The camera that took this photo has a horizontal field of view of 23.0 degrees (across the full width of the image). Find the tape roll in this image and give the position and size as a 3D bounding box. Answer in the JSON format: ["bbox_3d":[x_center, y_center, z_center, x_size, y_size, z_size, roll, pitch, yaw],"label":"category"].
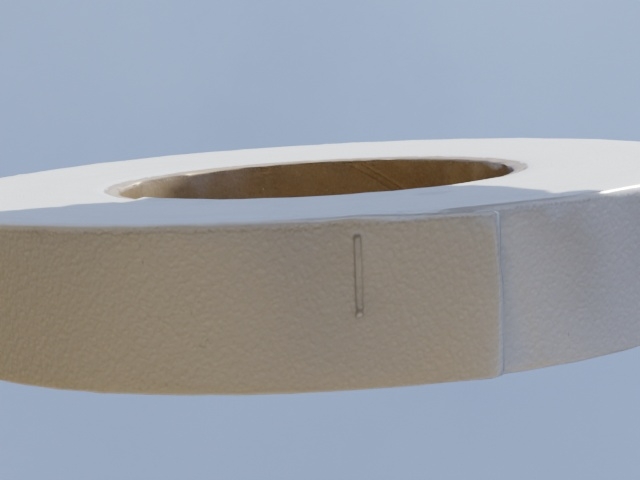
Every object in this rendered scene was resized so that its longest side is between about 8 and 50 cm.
[{"bbox_3d":[0.000,0.000,0.774,0.392,0.392,0.072,5,-79,43],"label":"tape roll"}]
